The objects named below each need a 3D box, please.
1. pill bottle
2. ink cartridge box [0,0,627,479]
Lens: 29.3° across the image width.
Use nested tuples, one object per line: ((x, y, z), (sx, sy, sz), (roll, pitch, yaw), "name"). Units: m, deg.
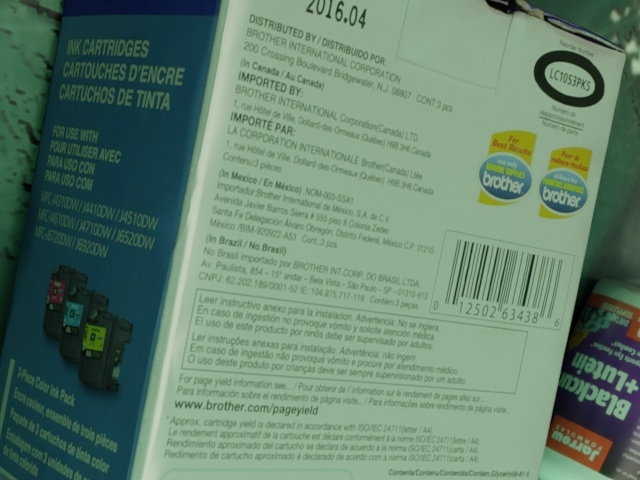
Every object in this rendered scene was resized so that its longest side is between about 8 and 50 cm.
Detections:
((0.210, 0.134, 0.885), (0.108, 0.108, 0.193), (29, 86, -42), "pill bottle")
((0.000, 0.000, 0.619), (0.270, 0.151, 0.395), (10, 93, -42), "ink cartridge box")
